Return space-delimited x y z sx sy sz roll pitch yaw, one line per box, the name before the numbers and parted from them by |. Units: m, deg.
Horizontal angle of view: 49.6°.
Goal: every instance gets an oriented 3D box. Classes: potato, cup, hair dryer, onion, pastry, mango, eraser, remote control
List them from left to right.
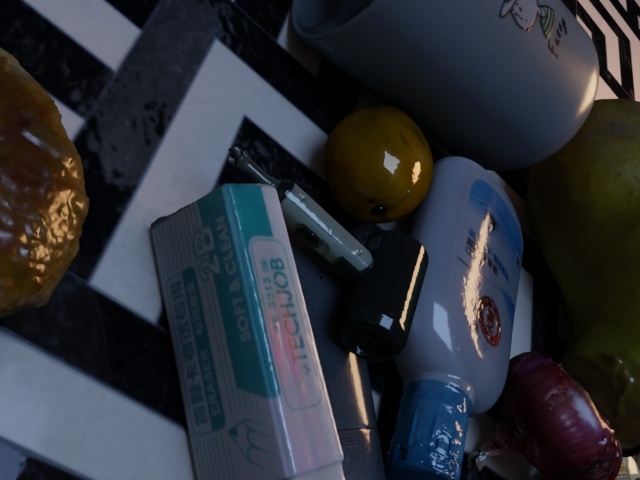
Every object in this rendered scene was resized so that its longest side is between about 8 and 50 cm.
pastry | -0.219 -0.037 0.359 0.192 0.093 0.182 -17 81 -48
eraser | -0.052 0.080 0.467 0.052 0.095 0.225 3 68 -49
hair dryer | 0.000 0.000 0.535 0.197 0.057 0.100 41 43 -16
remote control | 0.007 0.167 0.521 0.107 0.044 0.378 12 62 -47
mango | 0.062 -0.077 0.669 0.163 0.089 0.111 -32 97 -59
cup | 0.147 -0.217 0.736 0.312 0.205 0.206 29 52 -33
onion | 0.205 0.191 0.677 0.140 0.150 0.150 -33 97 -7
potato | 0.356 0.014 0.862 0.296 0.290 0.397 38 82 14

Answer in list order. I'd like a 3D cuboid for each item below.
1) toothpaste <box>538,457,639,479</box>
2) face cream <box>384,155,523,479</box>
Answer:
toothpaste | 0.310 0.277 0.778 0.255 0.037 0.067 15 56 -43
face cream | 0.126 0.074 0.656 0.163 0.080 0.337 50 42 -28
